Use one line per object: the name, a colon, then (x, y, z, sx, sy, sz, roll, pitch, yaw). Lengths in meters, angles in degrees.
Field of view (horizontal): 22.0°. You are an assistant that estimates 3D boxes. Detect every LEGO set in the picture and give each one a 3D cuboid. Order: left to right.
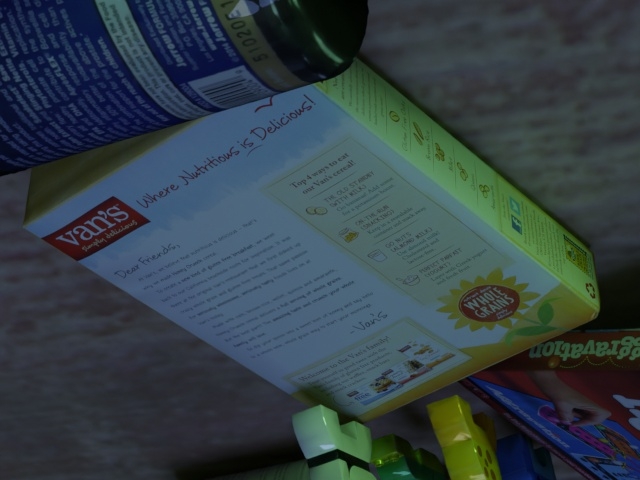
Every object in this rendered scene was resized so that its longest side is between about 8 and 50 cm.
LEGO set: (0.081, 0.154, 0.920, 0.087, 0.093, 0.227, -22, 151, 22)

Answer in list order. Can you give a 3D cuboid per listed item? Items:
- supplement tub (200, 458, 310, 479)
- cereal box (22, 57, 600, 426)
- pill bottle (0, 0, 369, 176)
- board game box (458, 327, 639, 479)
supplement tub: (-0.037, 0.175, 1.009, 0.107, 0.071, 0.071, -15, 139, 18)
cereal box: (0.000, 0.000, 0.807, 0.173, 0.047, 0.240, -27, 133, 31)
pill bottle: (-0.102, -0.094, 0.632, 0.219, 0.123, 0.123, -15, 139, 18)
board game box: (0.209, 0.125, 0.937, 0.145, 0.027, 0.281, -6, 146, 44)
